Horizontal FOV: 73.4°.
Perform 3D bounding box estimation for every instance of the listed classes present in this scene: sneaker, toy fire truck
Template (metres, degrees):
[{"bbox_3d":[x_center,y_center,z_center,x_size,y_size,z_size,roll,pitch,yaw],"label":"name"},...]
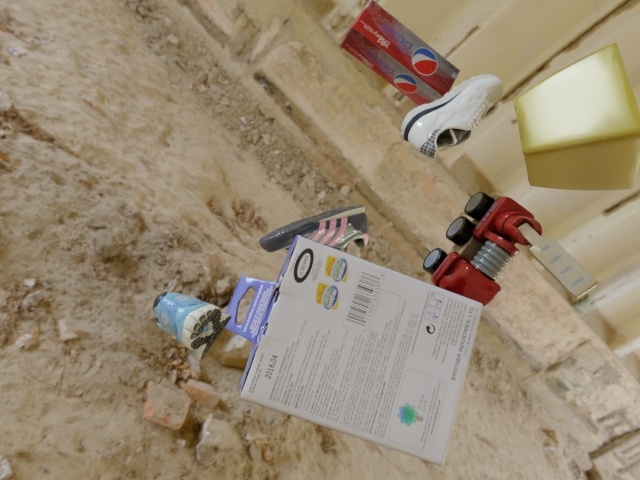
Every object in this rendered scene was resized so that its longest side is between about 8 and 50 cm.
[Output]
[{"bbox_3d":[0.269,-0.233,0.820,0.094,0.235,0.090,49,-13,35],"label":"sneaker"},{"bbox_3d":[0.334,0.042,0.782,0.159,0.217,0.246,34,8,-10],"label":"toy fire truck"},{"bbox_3d":[-0.153,0.092,0.506,0.073,0.063,0.162,31,-24,6],"label":"sneaker"},{"bbox_3d":[0.000,0.000,1.103,0.319,0.112,0.130,-18,100,-28],"label":"sneaker"}]

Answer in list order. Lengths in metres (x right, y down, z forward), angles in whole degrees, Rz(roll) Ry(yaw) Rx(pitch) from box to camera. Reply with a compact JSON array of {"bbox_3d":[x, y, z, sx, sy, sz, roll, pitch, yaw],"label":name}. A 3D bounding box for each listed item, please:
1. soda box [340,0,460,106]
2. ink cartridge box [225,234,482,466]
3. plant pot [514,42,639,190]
[{"bbox_3d":[0.184,-0.419,0.989,0.264,0.092,0.083,33,-13,-11],"label":"soda box"},{"bbox_3d":[0.035,0.165,0.727,0.396,0.269,0.151,21,-13,-5],"label":"ink cartridge box"},{"bbox_3d":[0.510,-0.222,0.875,0.212,0.188,0.211,38,49,-53],"label":"plant pot"}]
